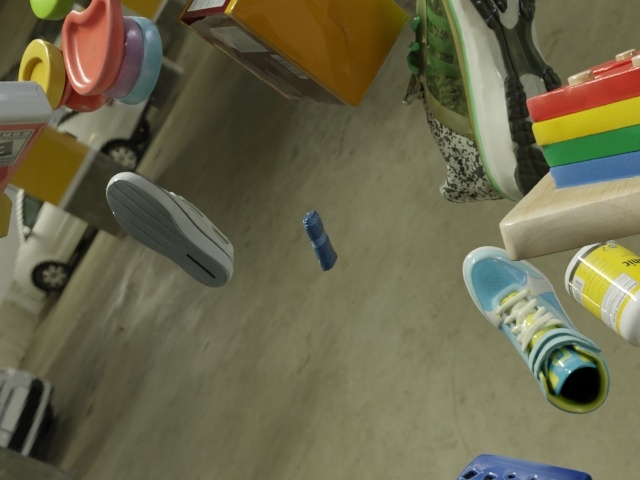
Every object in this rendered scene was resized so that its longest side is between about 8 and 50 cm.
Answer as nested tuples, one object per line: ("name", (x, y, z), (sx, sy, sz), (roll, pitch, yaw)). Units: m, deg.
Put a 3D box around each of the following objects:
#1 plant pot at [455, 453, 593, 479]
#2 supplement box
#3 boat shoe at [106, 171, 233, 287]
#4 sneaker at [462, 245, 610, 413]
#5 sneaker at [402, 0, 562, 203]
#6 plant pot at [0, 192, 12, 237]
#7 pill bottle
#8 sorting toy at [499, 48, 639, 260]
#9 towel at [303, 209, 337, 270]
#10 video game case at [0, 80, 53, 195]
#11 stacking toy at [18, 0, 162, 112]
("plant pot", (0.311, 0.509, 1.285), (0.212, 0.235, 0.236), (-21, 9, -37))
("supplement box", (-0.038, -0.271, 0.967), (0.129, 0.191, 0.194), (-60, 30, -3))
("boat shoe", (-0.209, -0.024, 1.125), (0.083, 0.226, 0.075), (-25, 35, 24))
("sneaker", (0.347, 0.138, 1.263), (0.127, 0.319, 0.208), (-43, -7, 9))
("sneaker", (0.143, -0.218, 0.895), (0.182, 0.158, 0.410), (-18, 86, 48))
("plant pot", (-0.445, -0.034, 1.016), (0.081, 0.083, 0.081), (-4, 75, 36))
("pill bottle", (0.268, 0.051, 0.674), (0.065, 0.065, 0.116), (-57, 33, 12))
("sorting toy", (0.254, -0.091, 0.494), (0.256, 0.089, 0.257), (-16, 9, 30))
("towel", (0.000, 0.000, 1.628), (0.029, 0.119, 0.067), (-17, 18, 16))
("video game case", (-0.294, 0.006, 0.437), (0.285, 0.204, 0.025), (-37, 73, 42))
("stacking toy", (-0.343, -0.334, 1.238), (0.309, 0.130, 0.279), (2, 90, 47))
